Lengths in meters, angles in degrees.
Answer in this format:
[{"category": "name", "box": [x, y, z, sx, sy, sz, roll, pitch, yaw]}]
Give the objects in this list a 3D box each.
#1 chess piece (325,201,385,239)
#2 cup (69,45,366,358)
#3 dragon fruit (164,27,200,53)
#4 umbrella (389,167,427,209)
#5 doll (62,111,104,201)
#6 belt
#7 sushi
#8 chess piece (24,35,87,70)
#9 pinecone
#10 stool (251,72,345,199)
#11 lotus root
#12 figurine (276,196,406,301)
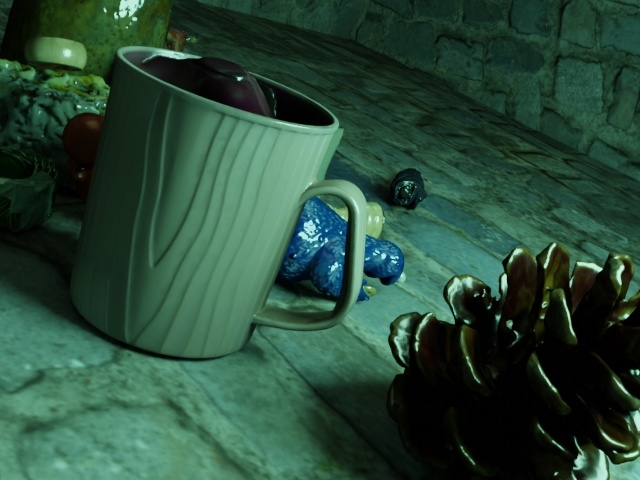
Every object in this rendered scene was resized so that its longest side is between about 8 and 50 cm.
[{"category": "chess piece", "box": [0.031, -0.034, 1.357, 0.122, 0.066, 0.066, 5, 23, -28]}, {"category": "cup", "box": [-0.098, -0.036, 0.907, 0.288, 0.273, 0.208, 13, 19, -19]}, {"category": "dragon fruit", "box": [-0.381, -0.389, 1.853, 0.211, 0.147, 0.282, 23, 14, 40]}, {"category": "umbrella", "box": [0.169, -0.106, 1.721, 0.071, 0.071, 0.248, 19, 12, 0]}, {"category": "doll", "box": [-0.202, -0.083, 1.107, 0.290, 0.161, 0.130, 11, 29, -46]}, {"category": "belt", "box": [-0.371, -0.073, 1.043, 0.121, 0.079, 0.151, 15, 20, -14]}, {"category": "sushi", "box": [-0.365, -0.158, 1.193, 0.274, 0.139, 0.184, 8, 19, -24]}, {"category": "chess piece", "box": [-0.367, -0.259, 1.223, 0.083, 0.038, 0.083, 5, 4, 0]}, {"category": "pinecone", "box": [0.194, 0.121, 0.798, 0.244, 0.309, 0.244, 17, 52, -23]}, {"category": "stool", "box": [-0.152, -0.160, 1.365, 0.269, 0.170, 0.243, 0, 28, -45]}, {"category": "lotus root", "box": [-0.371, -0.348, 1.426, 0.250, 0.346, 0.250, 22, 11, -5]}, {"category": "figurine", "box": [-0.003, 0.001, 1.136, 0.262, 0.121, 0.164, 10, 17, -32]}]
